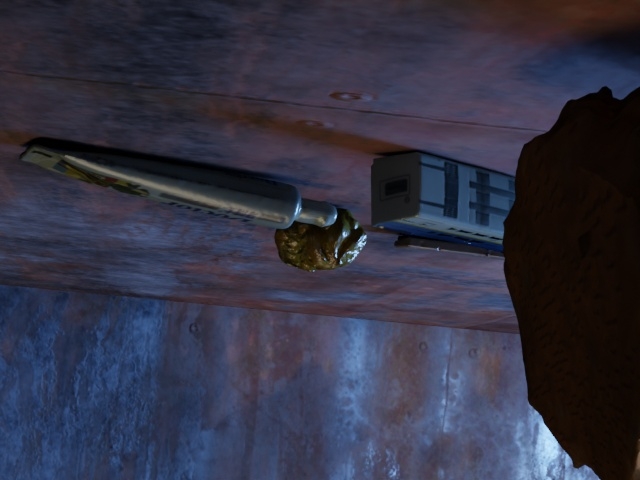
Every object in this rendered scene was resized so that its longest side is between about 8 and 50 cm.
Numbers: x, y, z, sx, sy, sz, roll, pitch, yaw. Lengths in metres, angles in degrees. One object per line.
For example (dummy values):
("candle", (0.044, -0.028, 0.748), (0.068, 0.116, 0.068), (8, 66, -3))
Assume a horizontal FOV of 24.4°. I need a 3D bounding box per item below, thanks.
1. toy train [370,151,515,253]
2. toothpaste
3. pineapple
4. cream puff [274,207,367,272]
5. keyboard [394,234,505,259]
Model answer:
("toy train", (0.133, -0.020, 1.092), (0.234, 0.052, 0.051), (11, 166, -43))
("toothpaste", (-0.106, -0.043, 1.159), (0.256, 0.037, 0.067), (12, 172, -23))
("pineapple", (0.283, 0.017, 0.725), (0.357, 0.222, 0.223), (-4, 176, -13))
("cream puff", (0.000, 0.000, 1.331), (0.083, 0.058, 0.083), (4, 176, -1))
("keyboard", (0.160, 0.008, 1.480), (0.166, 0.017, 0.055), (6, 178, -12))
